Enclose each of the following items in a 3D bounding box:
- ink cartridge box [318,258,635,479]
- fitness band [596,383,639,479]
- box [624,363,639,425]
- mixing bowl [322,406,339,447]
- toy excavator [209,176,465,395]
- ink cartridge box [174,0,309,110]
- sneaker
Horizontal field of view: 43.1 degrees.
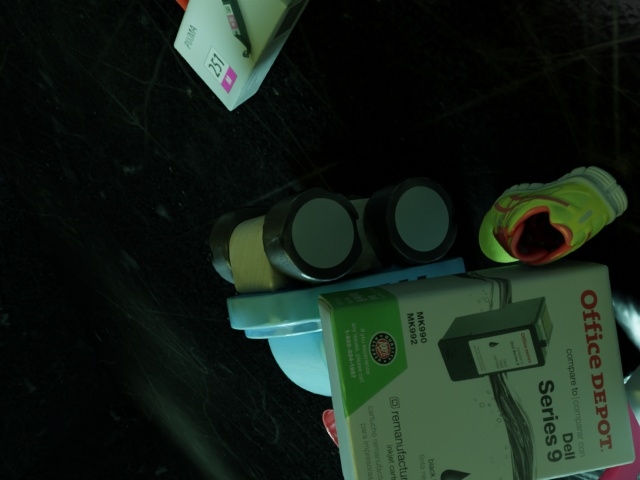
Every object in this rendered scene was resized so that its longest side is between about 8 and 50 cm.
[{"bbox_3d":[0.158,0.141,0.847,0.121,0.289,0.211,-171,72,-83],"label":"ink cartridge box"},{"bbox_3d":[0.239,0.202,0.943,0.291,0.209,0.054,38,174,-2],"label":"fitness band"},{"bbox_3d":[0.413,0.177,0.799,0.170,0.091,0.130,1,127,56],"label":"box"},{"bbox_3d":[0.102,0.352,1.500,0.181,0.098,0.181,38,151,25],"label":"mixing bowl"},{"bbox_3d":[0.099,0.148,1.059,0.222,0.433,0.444,-7,91,59],"label":"toy excavator"},{"bbox_3d":[-0.142,-0.326,1.034,0.239,0.060,0.275,48,154,0],"label":"ink cartridge box"},{"bbox_3d":[0.218,-0.011,0.849,0.081,0.094,0.208,49,155,-1],"label":"sneaker"}]
